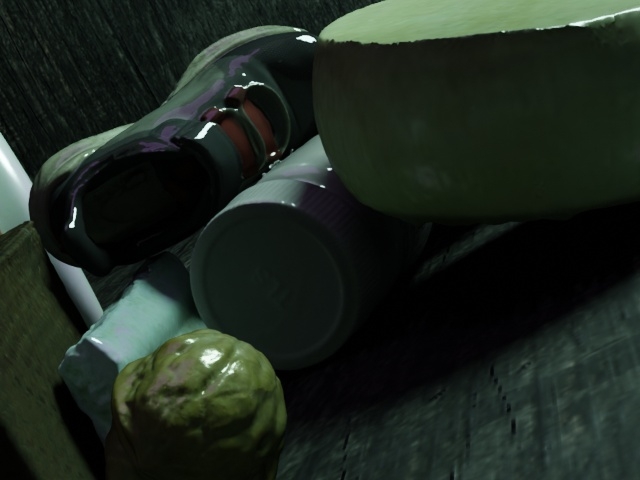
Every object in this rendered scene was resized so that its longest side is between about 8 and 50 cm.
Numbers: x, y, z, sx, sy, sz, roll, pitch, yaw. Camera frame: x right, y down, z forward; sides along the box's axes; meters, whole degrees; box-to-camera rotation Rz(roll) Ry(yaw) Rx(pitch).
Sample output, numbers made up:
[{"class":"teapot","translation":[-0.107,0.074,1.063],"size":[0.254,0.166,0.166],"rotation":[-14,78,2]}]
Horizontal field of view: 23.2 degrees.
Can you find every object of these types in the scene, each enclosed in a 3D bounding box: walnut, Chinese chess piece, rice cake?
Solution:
[{"class":"walnut","translation":[-0.054,0.081,0.678],"size":[0.092,0.092,0.092],"rotation":[-28,8,4]},{"class":"Chinese chess piece","translation":[0.120,-0.086,0.839],"size":[0.250,0.101,0.250],"rotation":[-9,15,3]},{"class":"rice cake","translation":[-0.097,0.066,0.917],"size":[0.040,0.085,0.226],"rotation":[-34,7,12]}]

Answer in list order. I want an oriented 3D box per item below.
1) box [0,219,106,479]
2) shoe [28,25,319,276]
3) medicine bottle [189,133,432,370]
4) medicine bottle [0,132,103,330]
[{"class":"box","translation":[-0.223,0.108,0.868],"size":[0.184,0.143,0.273],"rotation":[-27,8,3]},{"class":"shoe","translation":[-0.079,-0.048,0.981],"size":[0.227,0.099,0.112],"rotation":[-31,20,3]},{"class":"medicine bottle","translation":[0.000,0.000,0.923],"size":[0.105,0.105,0.168],"rotation":[-25,8,25]},{"class":"medicine bottle","translation":[-0.315,0.044,1.188],"size":[0.240,0.253,0.252],"rotation":[-30,8,-12]}]
